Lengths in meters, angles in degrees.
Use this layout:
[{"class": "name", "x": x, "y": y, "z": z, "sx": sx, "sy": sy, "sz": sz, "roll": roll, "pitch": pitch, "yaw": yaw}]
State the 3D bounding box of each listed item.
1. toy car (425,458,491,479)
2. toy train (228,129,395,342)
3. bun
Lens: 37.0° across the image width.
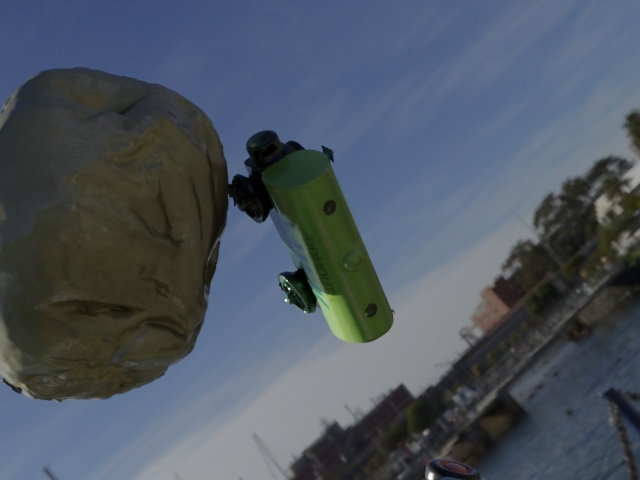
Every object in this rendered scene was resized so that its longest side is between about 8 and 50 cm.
[{"class": "toy car", "x": 0.177, "y": 0.369, "z": 1.053, "sx": 0.270, "sy": 0.212, "sz": 0.180, "roll": 2, "pitch": -80, "yaw": -63}, {"class": "toy train", "x": 0.000, "y": 0.000, "z": 1.030, "sx": 0.105, "sy": 0.253, "sz": 0.157, "roll": -34, "pitch": 31, "yaw": -18}, {"class": "bun", "x": -0.199, "y": 0.000, "z": 0.963, "sx": 0.360, "sy": 0.211, "sz": 0.359, "roll": 6, "pitch": -90, "yaw": -88}]
